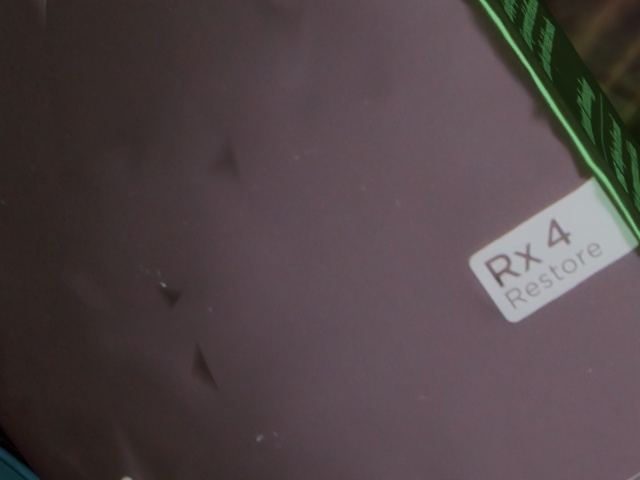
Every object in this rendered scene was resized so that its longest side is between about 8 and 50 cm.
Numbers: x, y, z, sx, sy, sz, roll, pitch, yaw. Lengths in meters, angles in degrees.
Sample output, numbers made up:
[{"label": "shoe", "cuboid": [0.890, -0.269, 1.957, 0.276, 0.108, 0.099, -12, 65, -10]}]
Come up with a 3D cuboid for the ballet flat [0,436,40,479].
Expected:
[{"label": "ballet flat", "cuboid": [-0.245, 0.089, 0.698, 0.349, 0.123, 0.123, 21, 115, -13]}]

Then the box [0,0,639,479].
[{"label": "box", "cuboid": [0.000, 0.000, 0.586, 0.191, 0.143, 0.381, -34, 96, 14]}]
